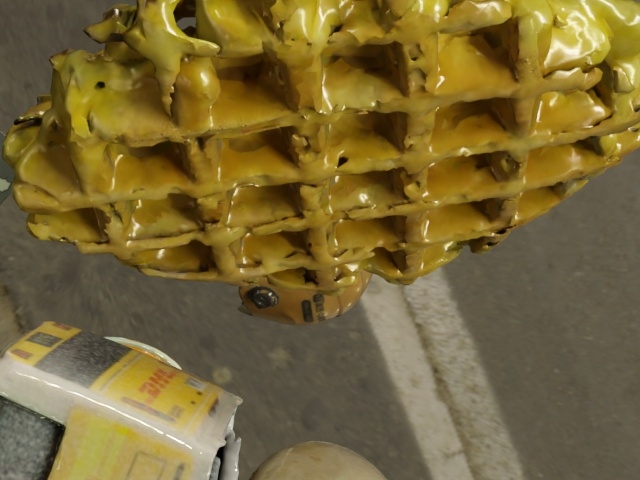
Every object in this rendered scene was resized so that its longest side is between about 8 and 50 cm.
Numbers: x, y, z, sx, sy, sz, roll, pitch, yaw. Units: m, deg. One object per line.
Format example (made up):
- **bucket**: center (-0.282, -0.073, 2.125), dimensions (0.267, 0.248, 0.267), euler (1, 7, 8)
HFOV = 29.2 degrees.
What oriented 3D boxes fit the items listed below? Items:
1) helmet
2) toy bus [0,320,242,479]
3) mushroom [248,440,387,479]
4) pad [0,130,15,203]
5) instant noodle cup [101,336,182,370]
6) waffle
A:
- **helmet**: center (0.000, 0.000, 1.292), dimensions (0.130, 0.224, 0.198), euler (18, 61, -1)
- **toy bus**: center (-0.139, 0.212, 0.541), dimensions (0.138, 0.097, 0.343), euler (24, 99, -2)
- **mushroom**: center (-0.036, 0.256, 0.935), dimensions (0.215, 0.207, 0.207), euler (-1, 90, 21)
- **pad**: center (-0.405, -0.090, 1.112), dimensions (0.245, 0.006, 0.170), euler (43, 87, -6)
- **instant noodle cup**: center (-0.197, 0.209, 1.105), dimensions (0.168, 0.185, 0.168), euler (-2, 126, -3)
- **waffle**: center (0.009, -0.060, 0.754), dimensions (0.379, 0.382, 0.095), euler (11, 61, -37)
